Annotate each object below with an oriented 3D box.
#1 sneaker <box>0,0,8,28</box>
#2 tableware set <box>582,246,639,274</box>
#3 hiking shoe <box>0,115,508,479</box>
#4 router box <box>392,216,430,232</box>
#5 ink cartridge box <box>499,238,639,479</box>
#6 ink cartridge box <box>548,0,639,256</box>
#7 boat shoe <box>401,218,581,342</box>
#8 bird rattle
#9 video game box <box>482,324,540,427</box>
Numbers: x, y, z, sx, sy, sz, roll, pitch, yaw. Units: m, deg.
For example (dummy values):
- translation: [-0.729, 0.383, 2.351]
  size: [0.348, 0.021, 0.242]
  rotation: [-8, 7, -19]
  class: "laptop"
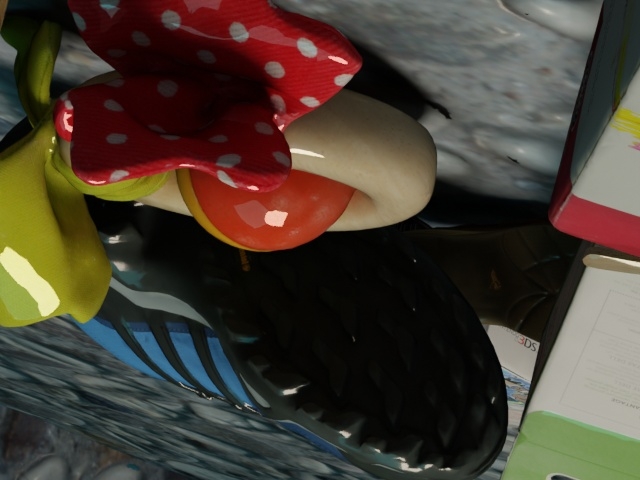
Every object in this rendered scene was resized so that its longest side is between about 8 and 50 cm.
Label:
- translation: [-0.220, -0.093, 0.837]
  size: [0.153, 0.099, 0.282]
  rotation: [19, 170, -15]
  class: "sneaker"
- translation: [0.195, -0.021, 0.729]
  size: [0.194, 0.039, 0.128]
  rotation: [10, 151, 6]
  class: "tableware set"
- translation: [-0.031, 0.035, 1.009]
  size: [0.304, 0.113, 0.132]
  rotation: [32, 158, 21]
  class: "hiking shoe"
- translation: [0.000, 0.000, 1.081]
  size: [0.122, 0.038, 0.092]
  rotation: [7, 164, 38]
  class: "router box"
- translation: [0.155, 0.054, 0.883]
  size: [0.109, 0.062, 0.209]
  rotation: [17, 144, 4]
  class: "ink cartridge box"
- translation: [0.133, -0.064, 0.422]
  size: [0.127, 0.128, 0.176]
  rotation: [16, 168, 3]
  class: "ink cartridge box"
- translation: [0.110, 0.016, 0.981]
  size: [0.178, 0.064, 0.060]
  rotation: [4, -164, 32]
  class: "boat shoe"
- translation: [-0.044, -0.051, 0.845]
  size: [0.207, 0.143, 0.253]
  rotation: [12, 159, -33]
  class: "bird rattle"
- translation: [0.085, 0.075, 1.272]
  size: [0.205, 0.048, 0.187]
  rotation: [4, 164, 44]
  class: "video game box"
